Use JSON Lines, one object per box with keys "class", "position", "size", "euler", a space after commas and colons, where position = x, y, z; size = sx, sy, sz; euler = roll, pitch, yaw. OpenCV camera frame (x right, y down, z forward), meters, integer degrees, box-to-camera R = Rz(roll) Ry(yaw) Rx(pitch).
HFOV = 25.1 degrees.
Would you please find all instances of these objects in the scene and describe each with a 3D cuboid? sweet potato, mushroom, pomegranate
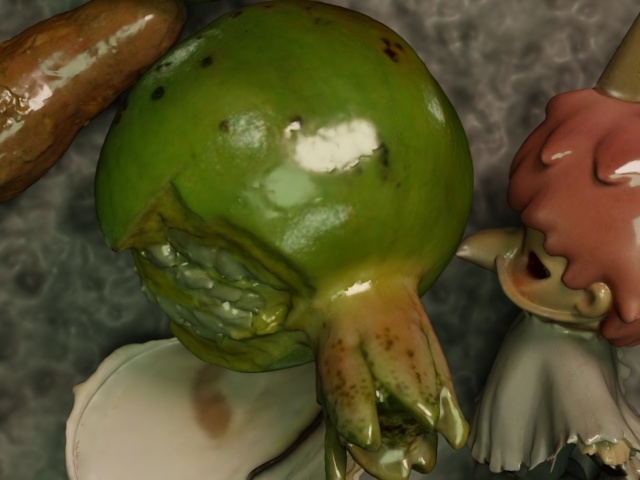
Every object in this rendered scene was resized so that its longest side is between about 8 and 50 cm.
{"class": "sweet potato", "position": [-0.237, -0.055, 0.922], "size": [0.354, 0.095, 0.106], "euler": [-45, 95, 2]}
{"class": "mushroom", "position": [-0.067, 0.161, 0.955], "size": [0.162, 0.173, 0.236], "euler": [27, 52, 29]}
{"class": "pomegranate", "position": [0.000, 0.000, 0.846], "size": [0.236, 0.236, 0.302], "euler": [-35, 60, 2]}

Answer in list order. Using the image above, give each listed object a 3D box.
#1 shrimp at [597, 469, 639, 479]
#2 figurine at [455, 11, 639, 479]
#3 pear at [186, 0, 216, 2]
{"class": "shrimp", "position": [0.296, 0.202, 0.988], "size": [0.247, 0.085, 0.360], "euler": [-11, 90, 8]}
{"class": "figurine", "position": [0.165, 0.015, 0.880], "size": [0.166, 0.207, 0.386], "euler": [12, 118, 8]}
{"class": "pear", "position": [-0.072, -0.256, 0.887], "size": [0.180, 0.166, 0.216], "euler": [7, 57, 0]}
